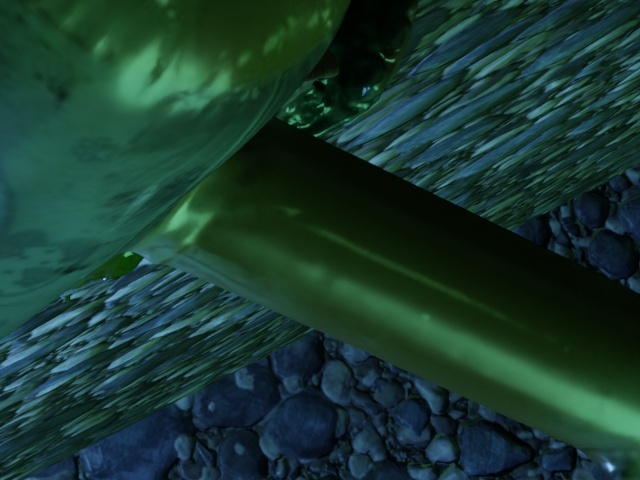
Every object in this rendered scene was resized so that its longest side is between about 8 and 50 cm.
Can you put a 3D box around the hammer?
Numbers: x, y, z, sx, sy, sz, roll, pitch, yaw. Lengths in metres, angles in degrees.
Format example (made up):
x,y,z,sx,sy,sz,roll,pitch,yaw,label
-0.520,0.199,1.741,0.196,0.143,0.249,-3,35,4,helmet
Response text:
x,y,z,sx,sy,sz,roll,pitch,yaw,label
0.000,0.000,0.481,0.202,0.305,0.113,-33,-143,48,hammer

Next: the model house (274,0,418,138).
x,y,z,sx,sy,sz,roll,pitch,yaw,label
-0.013,-0.078,0.557,0.101,0.088,0.100,-31,176,-15,model house

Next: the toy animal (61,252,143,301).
x,y,z,sx,sy,sz,roll,pitch,yaw,label
-0.133,0.014,0.997,0.075,0.041,0.217,-27,178,-30,toy animal
